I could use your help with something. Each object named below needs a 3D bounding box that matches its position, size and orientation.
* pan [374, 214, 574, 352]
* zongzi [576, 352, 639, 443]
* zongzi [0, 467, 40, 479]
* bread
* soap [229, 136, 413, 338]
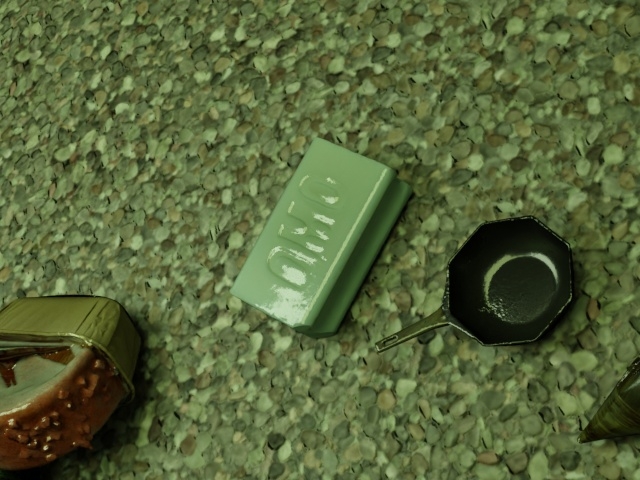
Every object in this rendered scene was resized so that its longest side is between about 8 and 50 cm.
[{"bbox_3d":[0.157,0.049,1.163,0.202,0.048,0.128,-7,66,27],"label":"pan"},{"bbox_3d":[0.339,0.159,1.002,0.187,0.084,0.184,42,108,31],"label":"zongzi"},{"bbox_3d":[-0.426,0.377,1.297,0.383,0.319,0.362,-16,47,9],"label":"zongzi"},{"bbox_3d":[-0.325,0.153,1.329,0.224,0.142,0.212,-2,38,30],"label":"bread"},{"bbox_3d":[0.000,0.000,1.267,0.119,0.066,0.198,26,85,37],"label":"soap"}]
